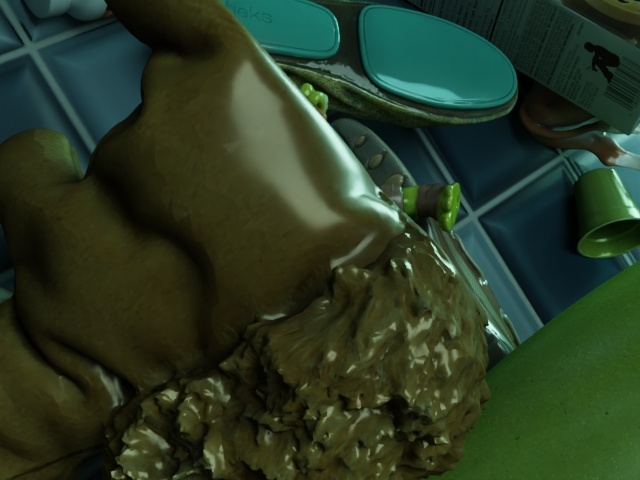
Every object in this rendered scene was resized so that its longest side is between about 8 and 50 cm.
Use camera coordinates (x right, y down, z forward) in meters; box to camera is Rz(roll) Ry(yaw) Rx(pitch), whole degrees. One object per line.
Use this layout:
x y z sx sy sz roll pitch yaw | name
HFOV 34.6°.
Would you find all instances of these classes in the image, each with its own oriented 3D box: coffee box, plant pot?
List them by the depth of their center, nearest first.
0.202 0.178 0.764 0.294 0.275 0.274 -23 83 -12 | plant pot
0.250 -0.267 1.075 0.297 0.119 0.168 35 62 15 | coffee box
0.313 -0.034 1.129 0.083 0.083 0.079 9 54 -28 | plant pot

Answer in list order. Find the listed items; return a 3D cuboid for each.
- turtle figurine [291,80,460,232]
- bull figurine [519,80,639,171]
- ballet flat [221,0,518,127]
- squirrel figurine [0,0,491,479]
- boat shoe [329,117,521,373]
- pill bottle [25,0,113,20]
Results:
0.000 0.000 0.876 0.217 0.087 0.269 11 82 11 | turtle figurine
0.338 -0.217 1.178 0.189 0.101 0.310 21 65 14 | bull figurine
0.014 -0.166 0.971 0.349 0.123 0.123 9 67 -20 | ballet flat
-0.106 0.083 0.661 0.370 0.281 0.397 -41 62 1 | squirrel figurine
0.087 0.035 0.956 0.324 0.123 0.116 63 21 10 | boat shoe
-0.185 -0.242 0.906 0.152 0.086 0.086 -23 84 -34 | pill bottle
